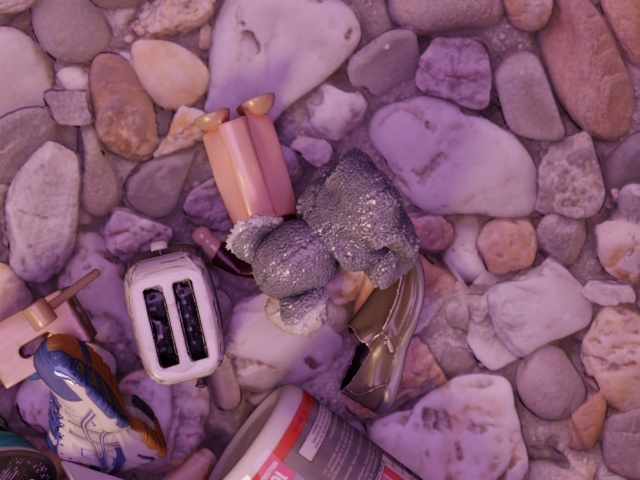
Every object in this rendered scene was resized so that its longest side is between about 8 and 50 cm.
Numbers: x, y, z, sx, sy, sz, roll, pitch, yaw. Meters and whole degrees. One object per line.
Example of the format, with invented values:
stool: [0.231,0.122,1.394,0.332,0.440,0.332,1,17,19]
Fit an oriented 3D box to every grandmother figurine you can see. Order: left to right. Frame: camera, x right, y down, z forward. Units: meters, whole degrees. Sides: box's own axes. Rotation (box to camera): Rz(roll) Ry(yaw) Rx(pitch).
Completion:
grandmother figurine: [-0.079,-0.024,1.530,0.208,0.104,0.342,-20,90,1]

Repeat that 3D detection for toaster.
toaster: [-0.201,0.112,1.486,0.129,0.146,0.227,-12,91,-7]

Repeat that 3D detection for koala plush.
koala plush: [0.000,0.000,1.425,0.221,0.203,0.196,-33,83,-6]

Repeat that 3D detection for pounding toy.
pounding toy: [-0.355,0.121,1.435,0.181,0.206,0.094,-30,94,-7]

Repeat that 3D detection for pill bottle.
pill bottle: [0.037,0.381,1.483,0.363,0.210,0.210,37,85,-5]

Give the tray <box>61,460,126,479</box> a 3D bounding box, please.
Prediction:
tray: [-0.217,0.372,1.436,0.270,0.145,0.030,27,89,-32]

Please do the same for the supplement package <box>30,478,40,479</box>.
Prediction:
supplement package: [-0.343,0.445,1.421,0.149,0.194,0.203,31,86,20]

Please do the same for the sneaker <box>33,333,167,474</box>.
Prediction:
sneaker: [-0.317,0.238,1.421,0.131,0.112,0.296,-26,138,1]

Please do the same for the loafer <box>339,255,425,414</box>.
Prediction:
loafer: [0.087,0.125,1.550,0.087,0.094,0.251,13,88,-11]

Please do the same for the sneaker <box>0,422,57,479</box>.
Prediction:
sneaker: [-0.519,0.279,1.426,0.295,0.178,0.123,19,86,-36]
